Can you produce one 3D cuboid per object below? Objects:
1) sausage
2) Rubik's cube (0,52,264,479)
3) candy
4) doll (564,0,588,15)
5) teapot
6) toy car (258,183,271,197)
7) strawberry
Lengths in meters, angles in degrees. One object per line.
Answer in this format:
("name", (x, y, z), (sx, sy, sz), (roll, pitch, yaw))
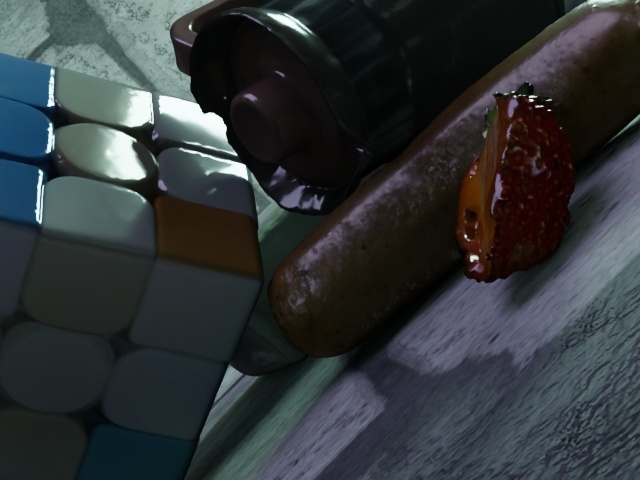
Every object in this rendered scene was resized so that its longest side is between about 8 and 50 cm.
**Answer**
("sausage", (0.136, -0.060, 1.204), (0.501, 0.123, 0.136), (-41, -5, 25))
("Rubik's cube", (-0.282, 0.039, 1.413), (0.344, 0.346, 0.347), (-103, 32, -53))
("candy", (0.001, 0.002, 1.604), (0.359, 0.145, 0.208), (-47, 8, -18))
("doll", (0.320, -0.299, 1.547), (0.287, 0.151, 0.151), (-33, 12, 43))
("teapot", (0.033, -0.215, 1.400), (0.376, 0.306, 0.361), (27, 48, 38))
("toy car", (0.035, -0.071, 1.824), (0.158, 0.172, 0.235), (-25, 20, 29))
("strawberry", (0.161, -0.046, 1.032), (0.192, 0.085, 0.140), (-93, 19, -72))
